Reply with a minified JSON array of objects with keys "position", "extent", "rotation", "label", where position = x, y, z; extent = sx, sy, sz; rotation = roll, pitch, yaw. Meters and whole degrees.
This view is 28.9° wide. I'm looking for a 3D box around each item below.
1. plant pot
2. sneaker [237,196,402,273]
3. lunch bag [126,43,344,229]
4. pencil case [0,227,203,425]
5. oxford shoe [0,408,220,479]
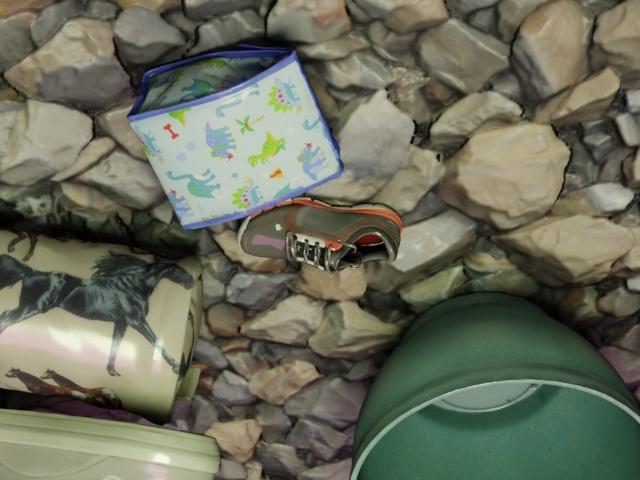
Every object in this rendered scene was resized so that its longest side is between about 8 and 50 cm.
[{"position":[0.169,0.176,1.226],"extent":[0.293,0.196,0.293],"rotation":[-1,127,-1],"label":"plant pot"},{"position":[0.000,0.000,1.164],"extent":[0.158,0.065,0.061],"rotation":[-5,128,1],"label":"sneaker"},{"position":[-0.069,-0.094,1.069],"extent":[0.151,0.096,0.129],"rotation":[-11,128,18],"label":"lunch bag"},{"position":[-0.304,0.070,1.146],"extent":[0.410,0.160,0.183],"rotation":[9,149,-10],"label":"pencil case"},{"position":[-0.290,0.226,1.182],"extent":[0.449,0.130,0.169],"rotation":[0,168,34],"label":"oxford shoe"}]
